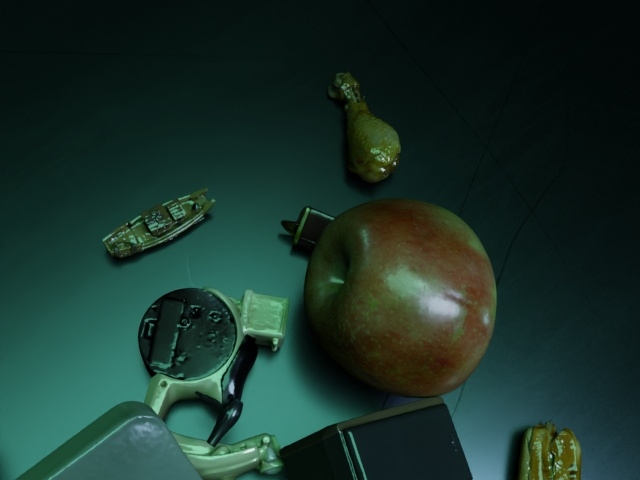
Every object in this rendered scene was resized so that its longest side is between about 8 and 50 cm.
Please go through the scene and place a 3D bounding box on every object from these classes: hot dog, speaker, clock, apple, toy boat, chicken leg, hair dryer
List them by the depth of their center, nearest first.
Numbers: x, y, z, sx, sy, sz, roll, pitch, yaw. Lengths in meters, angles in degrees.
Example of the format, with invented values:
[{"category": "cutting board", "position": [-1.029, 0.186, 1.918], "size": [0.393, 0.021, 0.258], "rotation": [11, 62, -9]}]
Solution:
[{"category": "hair dryer", "position": [-0.167, 0.264, 1.259], "size": [0.083, 0.031, 0.079], "rotation": [28, 73, 26]}, {"category": "speaker", "position": [0.086, 0.350, 1.260], "size": [0.231, 0.192, 0.153], "rotation": [-4, 68, -38]}, {"category": "apple", "position": [0.121, 0.089, 1.326], "size": [0.277, 0.319, 0.319], "rotation": [10, 67, -20]}, {"category": "clock", "position": [-0.183, 0.258, 1.328], "size": [0.276, 0.120, 0.379], "rotation": [6, 67, -3]}, {"category": "hot dog", "position": [0.380, 0.431, 1.372], "size": [0.109, 0.072, 0.269], "rotation": [11, 66, -3]}, {"category": "toy boat", "position": [-0.283, -0.033, 1.446], "size": [0.206, 0.072, 0.064], "rotation": [-30, 78, -18]}, {"category": "chicken leg", "position": [0.079, -0.222, 1.575], "size": [0.107, 0.087, 0.251], "rotation": [-11, 64, -25]}]

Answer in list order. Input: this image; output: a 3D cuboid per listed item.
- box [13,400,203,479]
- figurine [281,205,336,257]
[{"category": "box", "position": [-0.302, 0.463, 1.147], "size": [0.373, 0.090, 0.367], "rotation": [-36, 112, -22]}, {"category": "figurine", "position": [-0.001, 0.000, 1.485], "size": [0.154, 0.082, 0.098], "rotation": [20, 87, -1]}]
